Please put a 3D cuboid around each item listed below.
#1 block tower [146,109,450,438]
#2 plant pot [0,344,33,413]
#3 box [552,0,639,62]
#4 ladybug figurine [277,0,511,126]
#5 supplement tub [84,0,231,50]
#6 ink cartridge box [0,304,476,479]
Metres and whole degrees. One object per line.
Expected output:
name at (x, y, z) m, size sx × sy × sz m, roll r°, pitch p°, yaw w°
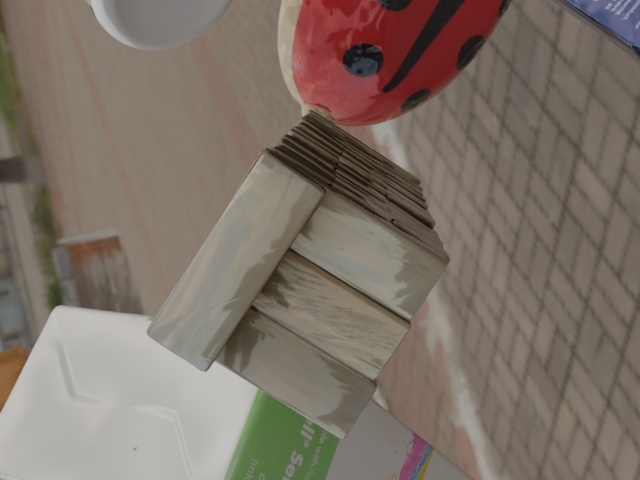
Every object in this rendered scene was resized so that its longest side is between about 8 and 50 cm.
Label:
block tower at (0.000, 0.000, 0.629) m, size 0.091 × 0.097 × 0.335 m, roll -58°, pitch 1°, yaw 9°
plant pot at (-0.264, 0.221, 0.964) m, size 0.291 × 0.203 × 0.291 m, roll 53°, pitch 173°, yaw 9°
box at (0.157, -0.176, 0.598) m, size 0.036 × 0.136 × 0.225 m, roll 30°, pitch -166°, yaw -45°
ladybug figurine at (0.124, -0.327, 1.514) m, size 0.162 × 0.305 × 0.449 m, roll 36°, pitch 96°, yaw 50°
supplement tub at (-0.179, -0.288, 1.133) m, size 0.199 × 0.144 × 0.144 m, roll 53°, pitch 153°, yaw 36°
ink cartridge box at (-0.018, 0.178, 0.789) m, size 0.207 × 0.119 × 0.353 m, roll 3°, pitch 152°, yaw 40°
